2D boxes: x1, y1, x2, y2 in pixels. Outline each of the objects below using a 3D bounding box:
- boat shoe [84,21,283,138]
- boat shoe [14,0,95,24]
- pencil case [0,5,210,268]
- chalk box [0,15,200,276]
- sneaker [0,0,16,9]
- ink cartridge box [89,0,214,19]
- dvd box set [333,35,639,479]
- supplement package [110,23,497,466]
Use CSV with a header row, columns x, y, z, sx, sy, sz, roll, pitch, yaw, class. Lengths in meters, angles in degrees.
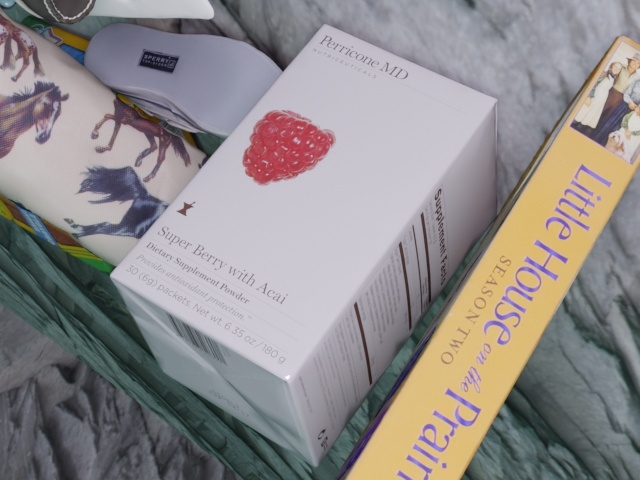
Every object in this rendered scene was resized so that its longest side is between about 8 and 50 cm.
x,y,z,sx,sy,sz,roll,pitch,yaw,class
-0.115,-0.151,1.158,0.258,0.095,0.084,27,175,33,boat shoe
-0.176,-0.222,0.793,0.068,0.081,0.228,32,152,16,boat shoe
-0.218,-0.069,1.117,0.410,0.160,0.183,35,176,-25,pencil case
-0.309,-0.120,1.360,0.289,0.179,0.180,24,153,29,chalk box
-0.290,-0.281,1.103,0.283,0.122,0.110,17,149,40,sneaker
-0.190,-0.334,0.860,0.207,0.119,0.353,12,145,44,ink cartridge box
0.096,0.089,0.848,0.062,0.420,0.308,32,156,5,dvd box set
0.000,0.000,0.983,0.177,0.293,0.175,27,156,23,supplement package
